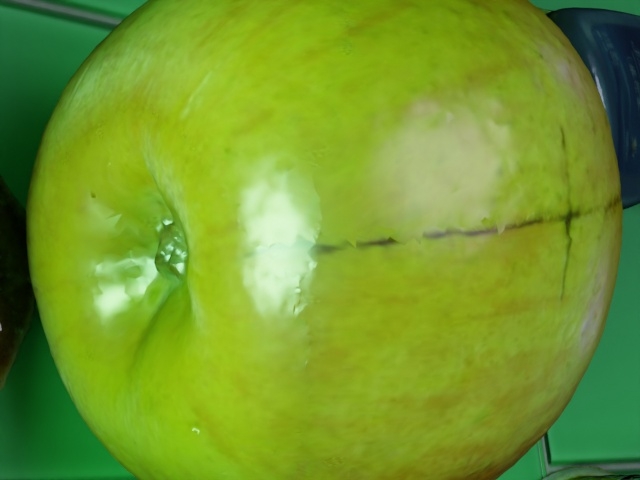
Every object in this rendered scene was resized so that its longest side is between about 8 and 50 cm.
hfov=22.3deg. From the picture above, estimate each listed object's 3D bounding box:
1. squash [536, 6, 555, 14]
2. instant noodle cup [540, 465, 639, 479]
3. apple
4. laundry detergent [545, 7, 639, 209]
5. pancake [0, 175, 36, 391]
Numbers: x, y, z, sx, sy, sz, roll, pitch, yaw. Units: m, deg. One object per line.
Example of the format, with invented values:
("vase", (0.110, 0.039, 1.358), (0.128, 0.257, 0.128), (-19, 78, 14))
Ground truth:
("squash", (0.151, -0.158, 1.166), (0.089, 0.027, 0.027), (5, 73, -51))
("instant noodle cup", (0.258, 0.253, 1.009), (0.264, 0.200, 0.264), (21, 60, -43))
("apple", (0.000, 0.000, 0.753), (0.233, 0.286, 0.286), (-15, 88, -42))
("laundry detergent", (0.239, -0.099, 1.191), (0.290, 0.094, 0.143), (-11, 84, -49))
("pancake", (-0.189, 0.011, 0.722), (0.158, 0.028, 0.158), (18, 65, -43))
